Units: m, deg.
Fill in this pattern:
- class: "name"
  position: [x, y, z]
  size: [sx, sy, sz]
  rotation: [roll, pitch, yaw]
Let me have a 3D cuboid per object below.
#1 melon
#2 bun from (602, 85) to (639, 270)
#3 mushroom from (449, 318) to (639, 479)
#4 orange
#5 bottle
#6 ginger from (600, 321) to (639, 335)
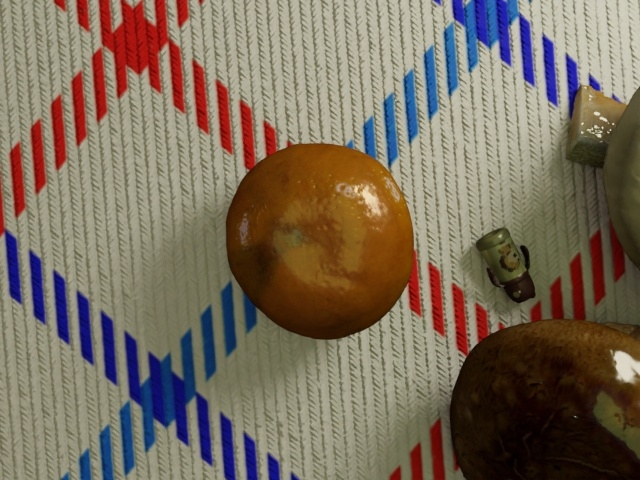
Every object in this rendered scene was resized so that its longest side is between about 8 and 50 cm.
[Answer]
- class: "melon"
  position: [0.420, -0.137, 0.976]
  size: [0.182, 0.054, 0.098]
  rotation: [17, 75, -1]
- class: "bun"
  position: [0.517, -0.086, 0.858]
  size: [0.364, 0.219, 0.365]
  rotation: [6, 112, 16]
- class: "mushroom"
  position: [0.307, 0.245, 0.851]
  size: [0.239, 0.345, 0.345]
  rotation: [-4, 90, -41]
- class: "orange"
  position: [0.000, 0.000, 0.899]
  size: [0.240, 0.171, 0.240]
  rotation: [0, 92, 6]
- class: "bottle"
  position: [0.249, 0.035, 0.966]
  size: [0.063, 0.047, 0.101]
  rotation: [-30, 92, 8]
- class: "ginger"
  position: [0.551, 0.221, 0.937]
  size: [0.348, 0.122, 0.363]
  rotation: [-25, 80, 8]
